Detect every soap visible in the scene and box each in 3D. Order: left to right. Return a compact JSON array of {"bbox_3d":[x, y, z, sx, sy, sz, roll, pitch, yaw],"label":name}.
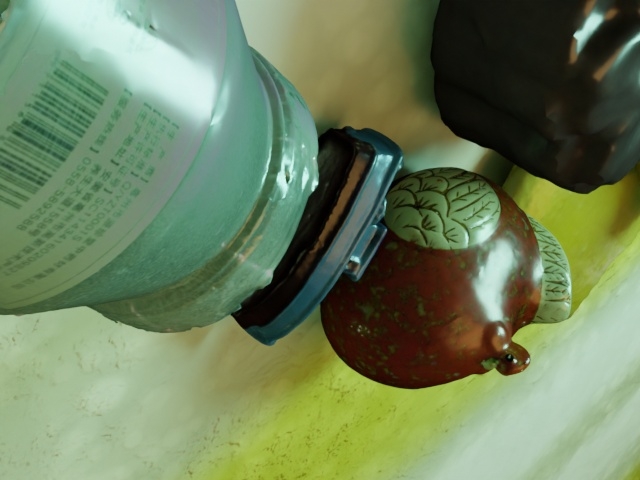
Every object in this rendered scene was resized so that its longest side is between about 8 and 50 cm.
[{"bbox_3d":[0.343,-0.034,1.305,0.306,0.115,0.427,-56,147,9],"label":"soap"}]

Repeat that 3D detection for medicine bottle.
[{"bbox_3d":[-0.151,-0.076,0.543,0.245,0.245,0.290,-54,149,0],"label":"medicine bottle"}]

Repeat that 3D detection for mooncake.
[{"bbox_3d":[0.267,-0.230,0.937,0.351,0.212,0.381,-8,127,-49],"label":"mooncake"}]

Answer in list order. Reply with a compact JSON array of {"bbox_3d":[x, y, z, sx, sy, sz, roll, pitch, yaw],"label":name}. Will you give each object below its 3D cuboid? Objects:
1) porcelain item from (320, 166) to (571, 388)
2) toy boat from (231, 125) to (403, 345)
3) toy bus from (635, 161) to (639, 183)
[{"bbox_3d":[0.132,0.058,1.023,0.253,0.253,0.253,-32,141,-30],"label":"porcelain item"},{"bbox_3d":[0.000,0.000,0.925,0.097,0.100,0.223,24,102,-42],"label":"toy boat"},{"bbox_3d":[0.429,-0.164,1.170,0.123,0.121,0.335,-14,102,-43],"label":"toy bus"}]
